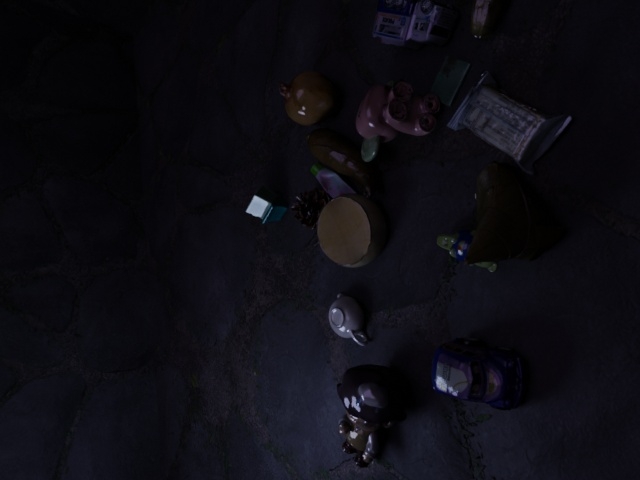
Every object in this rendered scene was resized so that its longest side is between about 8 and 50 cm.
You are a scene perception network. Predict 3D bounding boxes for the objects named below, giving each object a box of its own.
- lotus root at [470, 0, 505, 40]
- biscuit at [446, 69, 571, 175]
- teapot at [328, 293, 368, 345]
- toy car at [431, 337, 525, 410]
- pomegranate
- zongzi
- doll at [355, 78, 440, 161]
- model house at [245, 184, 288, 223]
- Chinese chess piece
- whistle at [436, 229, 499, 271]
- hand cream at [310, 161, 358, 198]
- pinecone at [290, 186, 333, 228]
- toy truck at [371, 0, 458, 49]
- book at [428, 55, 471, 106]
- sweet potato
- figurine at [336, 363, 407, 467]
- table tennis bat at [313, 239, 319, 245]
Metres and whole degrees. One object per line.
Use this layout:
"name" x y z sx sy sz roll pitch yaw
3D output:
"lotus root" 0.473 -0.660 1.483 0.089 0.081 0.179 22 108 34
"biscuit" 0.502 -0.327 1.421 0.309 0.079 0.186 48 119 41
"teapot" 0.092 0.277 1.836 0.145 0.092 0.226 -53 53 33
"toy car" 0.413 0.361 1.397 0.235 0.158 0.172 3 90 50
"pomegranate" -0.038 -0.537 1.982 0.207 0.207 0.207 -6 82 49
"zongzi" 0.422 -0.072 1.326 0.273 0.300 0.145 66 151 28
"doll" 0.224 -0.396 1.698 0.268 0.217 0.284 161 127 -72
"model house" -0.220 -0.144 2.211 0.100 0.149 0.127 -58 3 31
"Chinese chess piece" 0.106 -0.034 1.804 0.257 0.104 0.257 6 99 42
"whistle" 0.421 0.018 1.477 0.227 0.085 0.105 18 106 49
"hand cream" 0.070 -0.182 1.897 0.275 0.050 0.079 46 149 19
"pinecone" -0.033 -0.121 1.955 0.163 0.165 0.162 0 90 43
"toy truck" 0.296 -0.689 1.662 0.268 0.124 0.155 38 122 46
"book" 0.393 -0.492 1.608 0.103 0.017 0.135 43 118 42
"sweet potato" 0.085 -0.291 1.871 0.422 0.131 0.130 46 120 35
"figurine" 0.131 0.559 1.671 0.218 0.206 0.364 47 122 50
"table tennis bat" 0.000 0.000 2.026 0.083 0.007 0.050 -30 65 41
